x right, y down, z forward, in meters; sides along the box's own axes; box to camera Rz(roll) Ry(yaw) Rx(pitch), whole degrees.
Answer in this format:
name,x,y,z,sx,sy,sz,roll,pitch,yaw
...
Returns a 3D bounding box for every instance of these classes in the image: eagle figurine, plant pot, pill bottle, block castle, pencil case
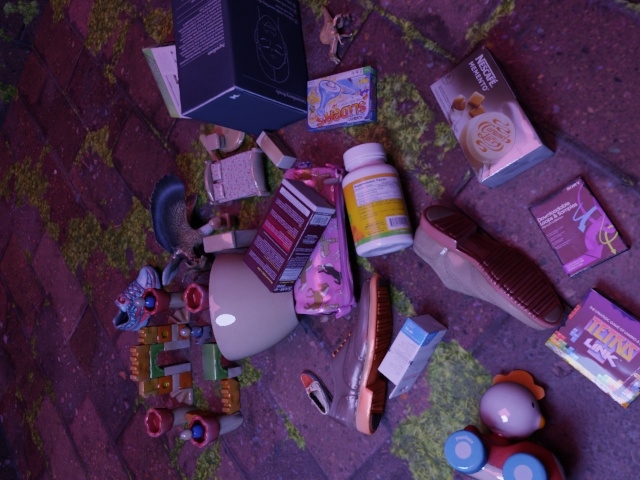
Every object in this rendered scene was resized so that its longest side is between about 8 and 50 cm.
name,x,y,z,sx,sy,sz,roll,pitch,yaw
eagle figurine,-0.421,-0.027,1.617,0.226,0.225,0.298,-44,73,39
plant pot,-0.152,0.162,1.368,0.190,0.284,0.284,-7,82,8
pill bottle,0.127,-0.096,1.222,0.136,0.136,0.246,-20,76,35
block castle,-0.409,0.359,1.564,0.303,0.212,0.454,-7,84,37
pencil case,0.000,0.000,1.306,0.160,0.167,0.386,-4,84,-4

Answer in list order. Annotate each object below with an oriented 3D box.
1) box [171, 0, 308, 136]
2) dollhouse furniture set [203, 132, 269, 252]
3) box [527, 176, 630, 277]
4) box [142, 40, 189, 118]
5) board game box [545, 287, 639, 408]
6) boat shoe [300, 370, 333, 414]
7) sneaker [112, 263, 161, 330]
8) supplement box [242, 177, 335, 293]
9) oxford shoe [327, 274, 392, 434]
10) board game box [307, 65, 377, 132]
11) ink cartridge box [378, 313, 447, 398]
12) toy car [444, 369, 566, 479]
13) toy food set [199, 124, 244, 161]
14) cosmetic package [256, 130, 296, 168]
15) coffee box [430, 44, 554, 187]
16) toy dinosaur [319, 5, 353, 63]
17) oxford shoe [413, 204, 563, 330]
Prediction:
name,x,y,z,sx,sy,sz,roll,pitch,yaw
box,-0.211,-0.520,1.404,0.212,0.293,0.396,-14,79,37
dollhouse furniture set,-0.234,-0.155,1.454,0.303,0.173,0.356,-9,90,36
box,0.493,-0.025,1.005,0.116,0.029,0.162,-37,66,30
box,-0.414,-0.491,1.603,0.322,0.058,0.232,17,134,45
board game box,0.530,0.193,0.954,0.170,0.048,0.141,42,113,31
boat shoe,-0.012,0.398,1.364,0.137,0.043,0.049,47,117,31
sneaker,-0.640,0.205,1.803,0.104,0.125,0.262,30,106,34
supplement box,-0.078,-0.009,1.223,0.130,0.073,0.239,43,114,33
oxford shoe,0.084,0.257,1.221,0.132,0.130,0.364,5,83,27
board game box,0.053,-0.362,1.355,0.201,0.035,0.136,-2,87,37
ink cartridge box,0.198,0.258,1.169,0.060,0.104,0.180,38,109,32
toy car,0.378,0.365,1.003,0.210,0.219,0.238,11,66,37
toy food set,-0.280,-0.338,1.615,0.192,0.038,0.132,-41,72,23
cosmetic package,-0.125,-0.255,1.471,0.115,0.060,0.041,50,116,26
coffee box,0.351,-0.252,1.080,0.141,0.098,0.247,-32,69,32
toy dinosaur,0.033,-0.563,1.370,0.092,0.053,0.183,-19,77,37
oxford shoe,0.338,0.071,1.089,0.348,0.123,0.130,46,140,28
